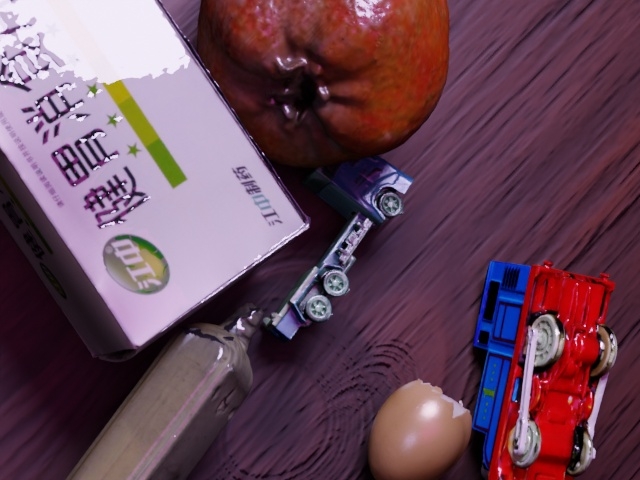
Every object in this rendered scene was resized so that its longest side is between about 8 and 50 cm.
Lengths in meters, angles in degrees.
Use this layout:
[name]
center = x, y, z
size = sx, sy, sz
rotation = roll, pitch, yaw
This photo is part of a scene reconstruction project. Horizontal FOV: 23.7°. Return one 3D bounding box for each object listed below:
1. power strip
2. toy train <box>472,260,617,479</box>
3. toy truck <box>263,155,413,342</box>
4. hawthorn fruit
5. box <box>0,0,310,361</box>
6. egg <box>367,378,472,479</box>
[power strip]
center = -0.166, 0.200, 1.154
size = 0.066, 0.092, 0.388
rotation = 33, 76, 17
[toy train]
center = 0.186, 0.121, 1.303
size = 0.082, 0.131, 0.204
rotation = 12, 89, -24
[toy truck]
center = 0.000, 0.000, 1.283
size = 0.081, 0.067, 0.175
rotation = 37, 75, -5
[hawthorn fruit]
center = 0.015, -0.186, 1.246
size = 0.210, 0.210, 0.262
rotation = 37, 46, -11
[box]
center = -0.181, -0.088, 1.184
size = 0.173, 0.145, 0.333
rotation = -36, 95, -23
[egg]
center = 0.081, 0.166, 1.276
size = 0.080, 0.080, 0.096
rotation = 32, 80, -13
